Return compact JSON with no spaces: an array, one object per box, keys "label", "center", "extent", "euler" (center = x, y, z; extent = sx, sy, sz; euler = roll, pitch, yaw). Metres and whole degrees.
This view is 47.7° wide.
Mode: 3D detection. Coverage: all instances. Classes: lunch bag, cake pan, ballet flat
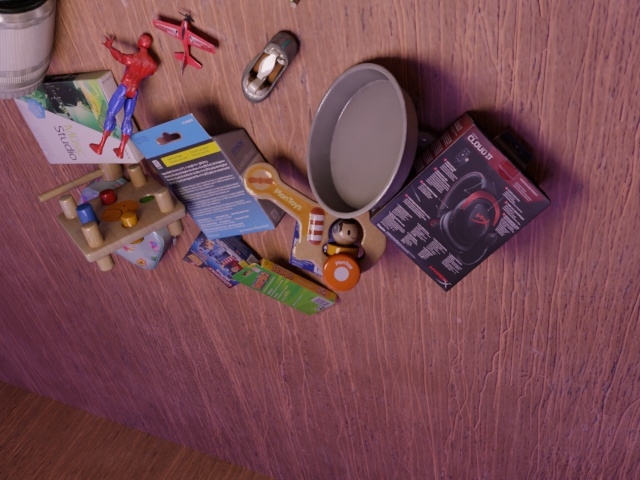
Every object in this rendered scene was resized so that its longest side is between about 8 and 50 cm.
[{"label":"lunch bag","center":[-0.526,-0.055,1.994],"extent":[0.279,0.108,0.224],"euler":[33,140,-3]},{"label":"cake pan","center":[0.079,-0.184,1.367],"extent":[0.054,0.293,0.293],"euler":[7,156,-36]},{"label":"ballet flat","center":[-0.119,-0.336,1.459],"extent":[0.072,0.068,0.213],"euler":[38,141,-8]}]

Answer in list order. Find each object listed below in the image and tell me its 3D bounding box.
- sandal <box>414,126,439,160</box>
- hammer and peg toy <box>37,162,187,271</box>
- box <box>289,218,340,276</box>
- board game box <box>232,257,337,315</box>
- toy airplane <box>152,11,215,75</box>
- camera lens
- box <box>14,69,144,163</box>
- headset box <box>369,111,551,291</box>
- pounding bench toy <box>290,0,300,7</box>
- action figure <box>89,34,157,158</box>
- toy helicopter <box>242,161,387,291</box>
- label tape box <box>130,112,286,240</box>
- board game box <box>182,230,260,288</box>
[{"label":"sandal","center":[0.232,-0.091,1.483],"extent":[0.120,0.086,0.302],"euler":[-8,128,38]},{"label":"hammer and peg toy","center":[-0.514,-0.077,1.774],"extent":[0.361,0.266,0.127],"euler":[34,146,48]},{"label":"box","center":[0.000,0.000,1.770],"extent":[0.136,0.036,0.225],"euler":[22,141,10]},{"label":"board game box","center":[-0.095,0.122,1.910],"extent":[0.259,0.039,0.124],"euler":[26,146,-26]},{"label":"toy airplane","center":[-0.280,-0.410,1.514],"extent":[0.151,0.028,0.151],"euler":[19,140,17]},{"label":"camera lens","center":[-0.691,-0.470,1.561],"extent":[0.219,0.219,0.274],"euler":[32,142,-1]},{"label":"box","center":[-0.605,-0.301,1.807],"extent":[0.322,0.058,0.232],"euler":[2,129,29]},{"label":"headset box","center":[0.269,-0.081,1.374],"extent":[0.218,0.110,0.293],"euler":[41,109,-14]},{"label":"pounding bench toy","center":[-0.070,-0.464,1.301],"extent":[0.065,0.052,0.083],"euler":[19,140,15]},{"label":"action figure","center":[-0.448,-0.341,1.618],"extent":[0.139,0.091,0.280],"euler":[46,117,39]},{"label":"toy helicopter","center":[-0.007,-0.069,1.597],"extent":[0.355,0.140,0.235],"euler":[35,100,-5]},{"label":"label tape box","center":[-0.254,-0.166,1.699],"extent":[0.241,0.106,0.333],"euler":[-8,127,40]},{"label":"board game box","center":[-0.280,0.036,1.970],"extent":[0.194,0.060,0.194],"euler":[44,139,-17]}]
